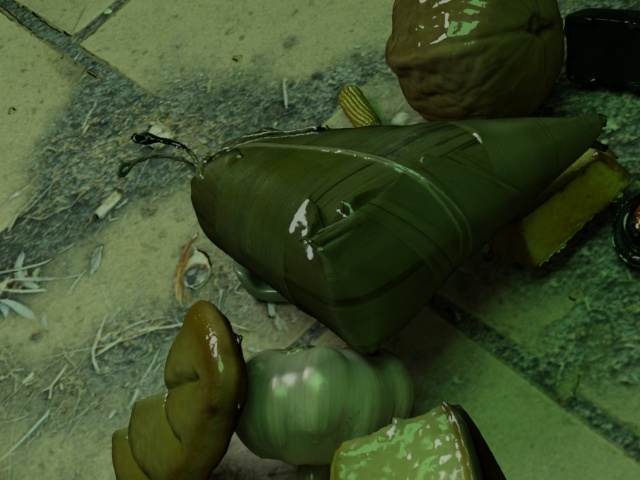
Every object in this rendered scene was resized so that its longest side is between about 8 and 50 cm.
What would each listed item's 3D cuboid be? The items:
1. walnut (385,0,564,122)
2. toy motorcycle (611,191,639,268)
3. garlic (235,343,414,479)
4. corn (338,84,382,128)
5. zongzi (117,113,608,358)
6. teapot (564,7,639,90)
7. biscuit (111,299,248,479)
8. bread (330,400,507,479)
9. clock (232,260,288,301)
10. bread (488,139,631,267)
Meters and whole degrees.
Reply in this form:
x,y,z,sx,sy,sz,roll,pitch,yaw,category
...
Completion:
x,y,z,sx,sy,sz,roll,pitch,yaw,category
0.181,-0.238,1.680,0.228,0.228,0.228,-13,48,15,walnut
0.466,-0.024,1.432,0.326,0.148,0.221,31,91,42,toy motorcycle
-0.002,0.218,1.441,0.199,0.199,0.225,-1,82,24,garlic
0.052,-0.165,1.800,0.037,0.037,0.092,-31,46,-2,corn
0.038,-0.081,1.577,0.418,0.181,0.447,-34,37,-21,zongzi
0.372,-0.243,1.695,0.177,0.087,0.096,11,33,31,teapot
-0.153,0.196,1.466,0.045,0.299,0.154,5,48,-30,biscuit
0.119,0.349,1.138,0.143,0.333,0.323,-14,51,11,bread
0.000,0.000,1.667,0.191,0.062,0.151,1,53,25,clock
0.269,-0.048,1.567,0.187,0.065,0.103,-37,18,-5,bread
